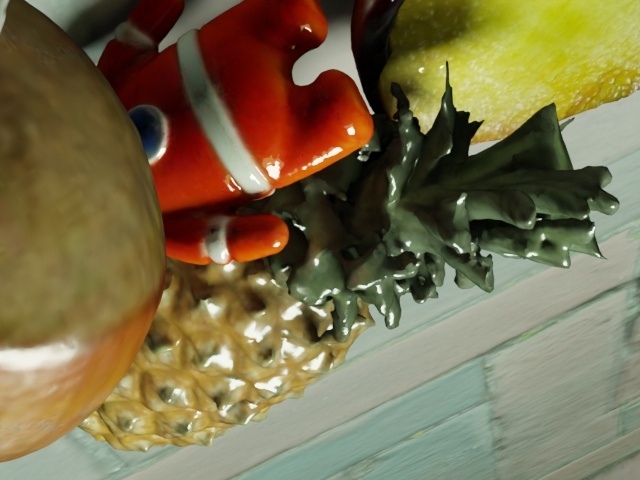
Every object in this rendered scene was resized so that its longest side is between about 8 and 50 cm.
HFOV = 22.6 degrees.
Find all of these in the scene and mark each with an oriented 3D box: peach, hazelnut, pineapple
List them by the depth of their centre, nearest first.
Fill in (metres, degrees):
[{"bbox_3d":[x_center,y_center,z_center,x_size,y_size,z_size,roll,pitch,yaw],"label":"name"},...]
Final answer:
[{"bbox_3d":[-0.160,-0.006,0.635,0.176,0.214,0.214,-19,159,-48],"label":"hazelnut"},{"bbox_3d":[0.000,0.000,0.804,0.340,0.169,0.169,-23,165,38],"label":"pineapple"},{"bbox_3d":[0.111,-0.132,0.857,0.189,0.068,0.279,-39,155,19],"label":"peach"}]

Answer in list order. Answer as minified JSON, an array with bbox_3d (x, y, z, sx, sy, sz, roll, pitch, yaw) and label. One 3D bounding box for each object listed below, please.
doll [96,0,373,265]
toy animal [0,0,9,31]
[{"bbox_3d":[-0.097,-0.033,0.750,0.245,0.142,0.076,-25,161,11],"label":"doll"},{"bbox_3d":[-0.152,-0.109,0.451,0.156,0.208,0.204,18,127,-9],"label":"toy animal"}]
